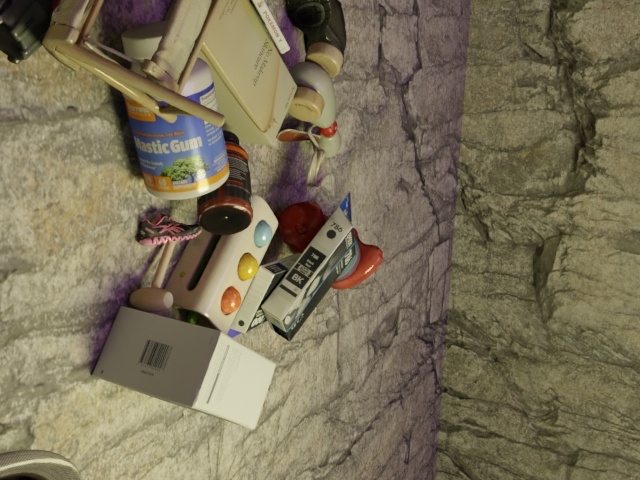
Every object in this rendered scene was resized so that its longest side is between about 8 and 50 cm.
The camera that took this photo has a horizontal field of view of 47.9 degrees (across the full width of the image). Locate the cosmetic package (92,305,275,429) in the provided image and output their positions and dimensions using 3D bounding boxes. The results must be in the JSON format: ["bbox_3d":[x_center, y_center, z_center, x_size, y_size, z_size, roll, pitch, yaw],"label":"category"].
[{"bbox_3d":[-0.238,0.232,1.306,0.225,0.224,0.138,49,56,-58],"label":"cosmetic package"}]

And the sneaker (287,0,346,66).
[{"bbox_3d":[-0.001,-0.531,1.681,0.286,0.109,0.130,70,32,-60],"label":"sneaker"}]

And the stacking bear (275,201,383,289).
[{"bbox_3d":[0.000,0.000,1.791,0.164,0.175,0.289,-50,140,1],"label":"stacking bear"}]

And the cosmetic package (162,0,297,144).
[{"bbox_3d":[-0.170,-0.336,1.378,0.309,0.113,0.160,52,53,-55],"label":"cosmetic package"}]

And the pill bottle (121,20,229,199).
[{"bbox_3d":[-0.248,-0.219,1.213,0.152,0.152,0.272,-48,139,-48],"label":"pill bottle"}]

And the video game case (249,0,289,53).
[{"bbox_3d":[-0.132,-0.474,1.356,0.201,0.023,0.183,63,5,34],"label":"video game case"}]

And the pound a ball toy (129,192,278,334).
[{"bbox_3d":[-0.207,0.044,1.407,0.319,0.135,0.208,-67,151,-26],"label":"pound a ball toy"}]

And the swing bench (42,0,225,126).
[{"bbox_3d":[-0.226,-0.326,0.994,0.254,0.165,0.253,27,82,-39],"label":"swing bench"}]

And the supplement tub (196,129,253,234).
[{"bbox_3d":[-0.184,-0.116,1.376,0.106,0.106,0.198,57,22,-54],"label":"supplement tub"}]

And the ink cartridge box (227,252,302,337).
[{"bbox_3d":[-0.119,0.135,1.607,0.208,0.045,0.206,-60,165,18],"label":"ink cartridge box"}]

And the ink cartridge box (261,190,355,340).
[{"bbox_3d":[-0.002,0.059,1.613,0.333,0.065,0.165,-54,162,-16],"label":"ink cartridge box"}]

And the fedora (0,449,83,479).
[{"bbox_3d":[-0.478,0.398,0.996,0.275,0.124,0.244,-21,115,-51],"label":"fedora"}]

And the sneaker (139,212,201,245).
[{"bbox_3d":[-0.274,-0.024,1.317,0.119,0.047,0.057,-10,94,-32],"label":"sneaker"}]

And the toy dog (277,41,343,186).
[{"bbox_3d":[-0.042,-0.304,1.653,0.334,0.161,0.220,94,20,-47],"label":"toy dog"}]

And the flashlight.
[{"bbox_3d":[-0.354,-0.375,1.021,0.103,0.103,0.304,41,61,-25],"label":"flashlight"}]
